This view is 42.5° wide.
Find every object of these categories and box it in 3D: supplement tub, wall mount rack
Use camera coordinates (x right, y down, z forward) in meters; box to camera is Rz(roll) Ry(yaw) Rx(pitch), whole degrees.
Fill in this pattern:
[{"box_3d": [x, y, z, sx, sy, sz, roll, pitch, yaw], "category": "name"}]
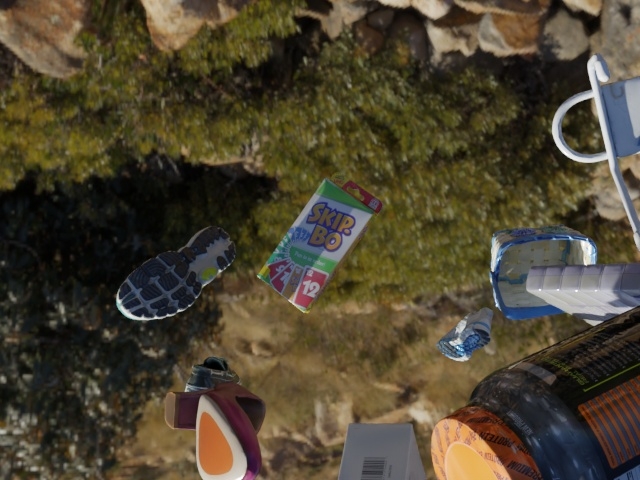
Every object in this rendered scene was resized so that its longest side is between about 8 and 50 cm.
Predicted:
[{"box_3d": [0.303, 0.204, 0.891, 0.338, 0.207, 0.207, -18, 142, -22], "category": "supplement tub"}, {"box_3d": [0.539, -0.154, 1.226, 0.350, 0.304, 0.130, -14, -179, 11], "category": "wall mount rack"}]

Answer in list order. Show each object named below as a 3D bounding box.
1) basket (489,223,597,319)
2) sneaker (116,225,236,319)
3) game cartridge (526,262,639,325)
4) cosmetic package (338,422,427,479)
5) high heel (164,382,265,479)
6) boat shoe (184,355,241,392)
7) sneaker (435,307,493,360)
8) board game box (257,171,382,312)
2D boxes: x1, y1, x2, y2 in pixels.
[{"box_3d": [0.496, 0.081, 1.835, 0.254, 0.289, 0.201, -6, 120, -4], "category": "basket"}, {"box_3d": [-0.261, 0.073, 1.491, 0.110, 0.107, 0.275, -34, 180, 41], "category": "sneaker"}, {"box_3d": [0.537, 0.116, 1.361, 0.355, 0.068, 0.230, 25, 168, -31], "category": "game cartridge"}, {"box_3d": [0.122, 0.515, 1.614, 0.138, 0.224, 0.225, -4, 130, 18], "category": "cosmetic package"}, {"box_3d": [-0.111, 0.285, 1.269, 0.181, 0.377, 0.127, 5, 94, -24], "category": "high heel"}, {"box_3d": [-0.207, 0.272, 1.658, 0.077, 0.070, 0.219, 10, 179, 10], "category": "boat shoe"}, {"box_3d": [0.317, 0.198, 1.769, 0.071, 0.083, 0.190, 34, 148, -8], "category": "sneaker"}, {"box_3d": [0.000, 0.000, 1.594, 0.259, 0.124, 0.039, -54, 161, 2], "category": "board game box"}]
